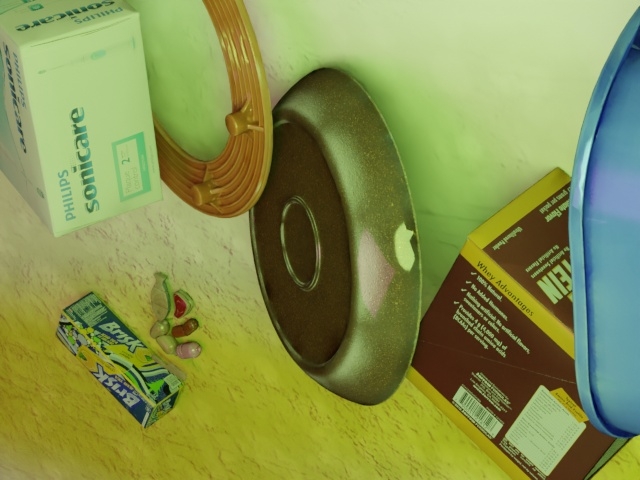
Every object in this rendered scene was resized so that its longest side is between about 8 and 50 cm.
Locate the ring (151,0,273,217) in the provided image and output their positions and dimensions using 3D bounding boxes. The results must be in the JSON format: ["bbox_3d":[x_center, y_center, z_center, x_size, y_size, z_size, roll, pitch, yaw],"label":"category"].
[{"bbox_3d":[-0.150,-0.176,1.536,0.336,0.032,0.337,40,141,42],"label":"ring"}]

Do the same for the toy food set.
[{"bbox_3d":[-0.165,0.099,1.845,0.078,0.019,0.122,31,130,28],"label":"toy food set"}]

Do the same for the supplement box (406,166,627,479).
[{"bbox_3d":[0.196,0.086,1.338,0.191,0.129,0.194,43,142,15],"label":"supplement box"}]

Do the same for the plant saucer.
[{"bbox_3d":[0.000,0.000,1.448,0.310,0.050,0.311,173,90,-67],"label":"plant saucer"}]

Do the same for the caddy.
[{"bbox_3d":[0.265,-0.009,1.098,0.179,0.241,0.341,16,129,34],"label":"caddy"}]

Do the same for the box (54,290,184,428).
[{"bbox_3d":[-0.244,0.144,1.936,0.169,0.054,0.059,44,142,15],"label":"box"}]

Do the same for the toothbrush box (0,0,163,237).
[{"bbox_3d":[-0.284,-0.175,1.603,0.295,0.126,0.216,44,147,47],"label":"toothbrush box"}]
